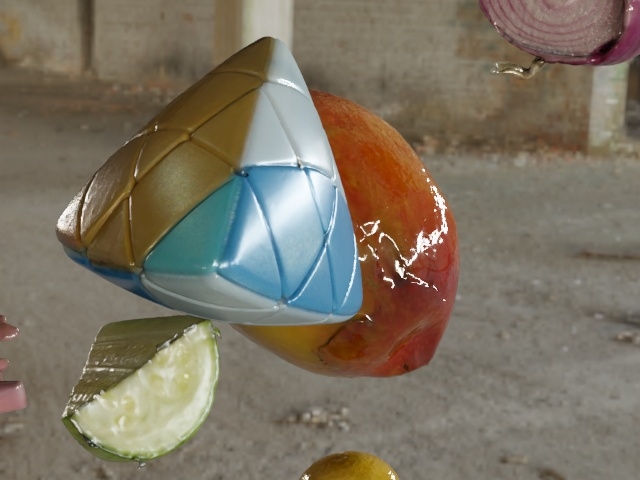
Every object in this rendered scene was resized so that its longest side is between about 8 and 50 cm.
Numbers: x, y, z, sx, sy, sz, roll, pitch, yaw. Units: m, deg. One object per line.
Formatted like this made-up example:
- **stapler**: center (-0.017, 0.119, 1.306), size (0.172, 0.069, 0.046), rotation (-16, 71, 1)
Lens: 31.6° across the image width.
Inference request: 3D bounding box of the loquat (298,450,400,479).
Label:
- **loquat**: center (0.032, 0.292, 1.198), size (0.141, 0.141, 0.141), rotation (2, 11, 0)

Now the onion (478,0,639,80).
- **onion**: center (0.293, -0.289, 1.281), size (0.207, 0.200, 0.201), rotation (-1, 6, 40)

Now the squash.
- **squash**: center (-0.226, 0.176, 1.239), size (0.203, 0.111, 0.289), rotation (-37, 14, -33)

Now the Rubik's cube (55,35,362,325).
- **Rubik's cube**: center (-0.043, -0.035, 0.899), size (0.254, 0.254, 0.254), rotation (2, 11, 0)

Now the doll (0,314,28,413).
- **doll**: center (-0.392, 0.151, 1.113), size (0.211, 0.093, 0.262), rotation (14, 37, 21)

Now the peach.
- **peach**: center (0.002, 0.000, 1.314), size (0.290, 0.372, 0.373), rotation (-10, 15, -25)
